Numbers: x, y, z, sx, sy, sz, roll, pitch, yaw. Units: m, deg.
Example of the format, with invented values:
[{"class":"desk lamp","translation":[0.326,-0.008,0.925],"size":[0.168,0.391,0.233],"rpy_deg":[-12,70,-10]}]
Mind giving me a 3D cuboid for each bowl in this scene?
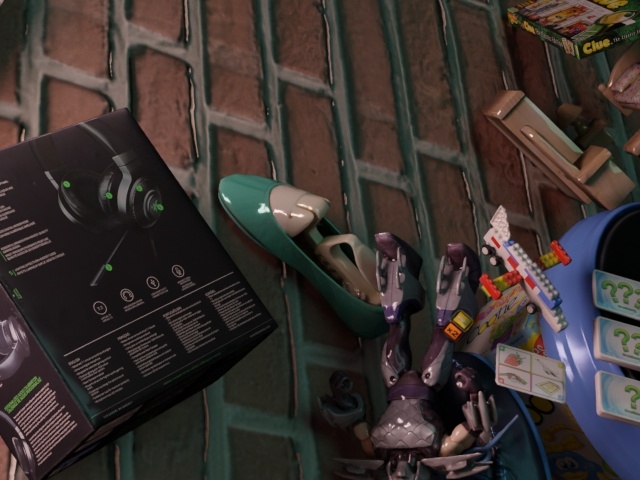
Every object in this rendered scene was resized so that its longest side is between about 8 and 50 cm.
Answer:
[{"class":"bowl","translation":[0.416,0.128,1.618],"size":[0.391,0.077,0.391],"rpy_deg":[22,49,-27]}]

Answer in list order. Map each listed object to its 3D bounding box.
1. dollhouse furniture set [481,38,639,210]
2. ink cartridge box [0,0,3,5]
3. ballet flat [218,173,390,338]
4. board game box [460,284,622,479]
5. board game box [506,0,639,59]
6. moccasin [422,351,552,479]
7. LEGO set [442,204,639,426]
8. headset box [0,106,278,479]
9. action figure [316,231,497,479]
[{"class":"dollhouse furniture set","translation":[0.400,-0.235,1.881],"size":[0.174,0.355,0.303],"rpy_deg":[42,3,-8]},{"class":"ink cartridge box","translation":[-0.429,-0.242,1.425],"size":[0.206,0.045,0.208],"rpy_deg":[33,45,-16]},{"class":"ballet flat","translation":[0.000,0.000,1.573],"size":[0.247,0.087,0.083],"rpy_deg":[45,42,-4]},{"class":"board game box","translation":[0.306,0.175,1.658],"size":[0.275,0.144,0.142],"rpy_deg":[41,42,-7]},{"class":"board game box","translation":[0.363,-0.307,1.993],"size":[0.260,0.136,0.030],"rpy_deg":[-127,-160,-67]},{"class":"moccasin","translation":[0.170,0.271,1.479],"size":[0.117,0.138,0.342],"rpy_deg":[-1,60,-36]},{"class":"LEGO set","translation":[0.242,0.075,1.446],"size":[0.244,0.060,0.182],"rpy_deg":[17,51,-12]},{"class":"headset box","translation":[-0.224,0.035,1.324],"size":[0.246,0.131,0.283],"rpy_deg":[-28,80,-47]},{"class":"action figure","translation":[0.093,0.137,1.464],"size":[0.099,0.185,0.285],"rpy_deg":[65,29,-58]}]
